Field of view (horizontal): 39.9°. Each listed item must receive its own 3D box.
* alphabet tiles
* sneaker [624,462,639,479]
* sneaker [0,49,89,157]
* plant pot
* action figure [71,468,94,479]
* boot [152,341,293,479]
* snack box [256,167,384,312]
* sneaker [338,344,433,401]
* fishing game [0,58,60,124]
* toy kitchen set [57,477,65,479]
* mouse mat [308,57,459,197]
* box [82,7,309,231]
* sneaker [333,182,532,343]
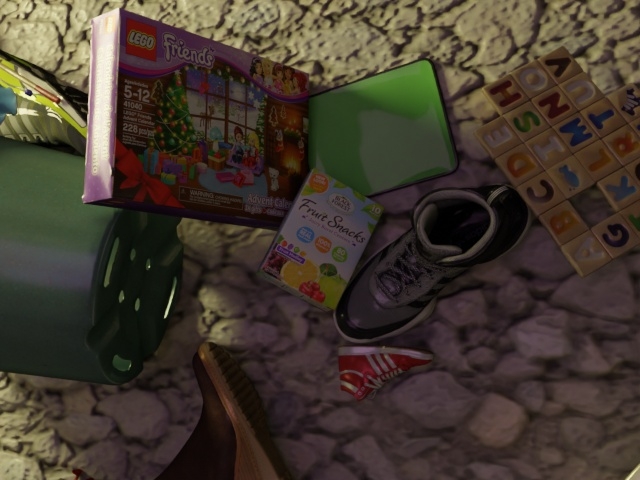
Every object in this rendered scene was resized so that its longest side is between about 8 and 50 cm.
[{"bbox_3d":[0.291,-0.102,0.964,0.198,0.009,0.237,-29,73,-15],"label":"alphabet tiles"},{"bbox_3d":[0.418,0.224,0.865,0.148,0.131,0.350,44,98,23],"label":"sneaker"},{"bbox_3d":[-0.380,-0.160,1.211,0.300,0.111,0.121,32,101,27],"label":"sneaker"},{"bbox_3d":[-0.367,0.021,1.073,0.334,0.341,0.341,10,87,12],"label":"plant pot"},{"bbox_3d":[-0.341,0.361,1.168,0.038,0.030,0.115,27,95,15],"label":"action figure"},{"bbox_3d":[-0.158,0.272,1.080,0.207,0.090,0.248,-29,79,12],"label":"boot"},{"bbox_3d":[0.000,0.000,1.046,0.100,0.037,0.141,30,75,-9],"label":"snack box"},{"bbox_3d":[0.076,0.157,1.038,0.118,0.042,0.067,-2,79,27],"label":"sneaker"},{"bbox_3d":[-0.458,-0.181,1.052,0.189,0.264,0.041,31,124,25],"label":"fishing game"},{"bbox_3d":[-0.340,0.439,1.125,0.122,0.166,0.207,30,58,0],"label":"toy kitchen set"},{"bbox_3d":[0.066,-0.131,1.095,0.190,0.007,0.152,-16,79,18],"label":"mouse mat"},{"bbox_3d":[-0.130,-0.125,1.012,0.057,0.293,0.200,-6,81,41],"label":"box"},{"bbox_3d":[0.109,0.020,0.984,0.269,0.153,0.101,-37,73,12],"label":"sneaker"}]
